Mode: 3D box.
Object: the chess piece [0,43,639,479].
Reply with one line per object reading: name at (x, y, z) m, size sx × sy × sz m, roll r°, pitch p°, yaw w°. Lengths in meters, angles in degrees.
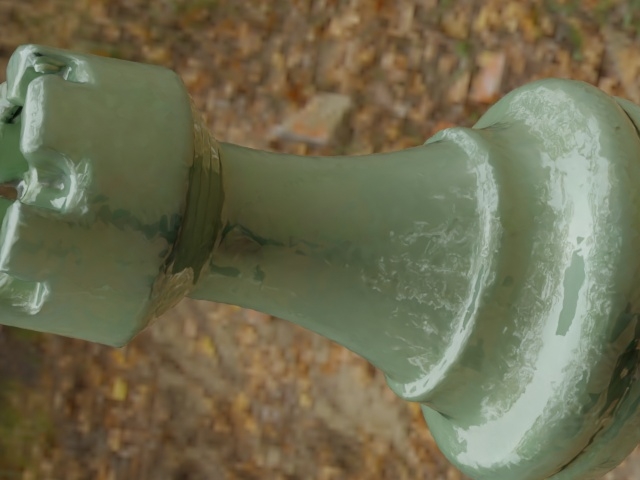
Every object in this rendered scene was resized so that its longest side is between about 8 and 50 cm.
chess piece at (0.000, 0.000, 0.748) m, size 0.194 × 0.299 × 0.195 m, roll -169°, pitch 90°, yaw -69°
